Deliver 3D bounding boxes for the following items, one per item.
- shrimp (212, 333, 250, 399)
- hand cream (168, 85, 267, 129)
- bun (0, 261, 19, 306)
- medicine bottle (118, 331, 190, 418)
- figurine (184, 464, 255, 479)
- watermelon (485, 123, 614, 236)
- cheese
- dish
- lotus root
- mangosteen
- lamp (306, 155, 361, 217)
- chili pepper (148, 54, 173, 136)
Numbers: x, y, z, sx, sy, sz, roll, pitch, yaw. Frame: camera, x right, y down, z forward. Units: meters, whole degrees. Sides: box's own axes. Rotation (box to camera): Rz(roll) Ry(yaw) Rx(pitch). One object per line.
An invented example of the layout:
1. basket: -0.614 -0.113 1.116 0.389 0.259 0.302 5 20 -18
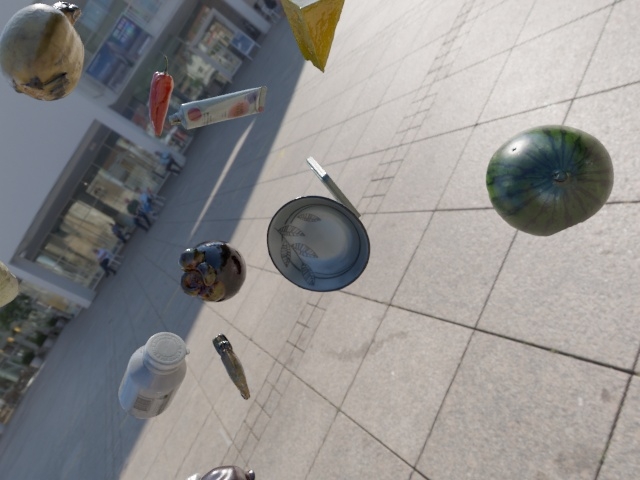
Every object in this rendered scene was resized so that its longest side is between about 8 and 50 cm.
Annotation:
1. shrimp: -0.322 0.464 1.561 0.058 0.253 0.173 -25 -11 -24
2. hand cream: -0.339 -0.439 1.440 0.078 0.340 0.124 63 157 19
3. bun: -0.764 0.069 0.898 0.244 0.244 0.153 -25 23 52
4. medicine bottle: -0.400 0.322 1.037 0.215 0.135 0.135 -57 19 32
5. figurine: -0.271 0.898 1.443 0.218 0.365 0.206 -41 34 5
6. watermelon: 0.642 -0.187 1.175 0.331 0.330 0.189 -58 -8 -3
7. cheese: -0.016 -0.481 0.979 0.126 0.171 0.093 -33 58 -21
8. dish: 0.000 0.000 1.307 0.316 0.316 0.106 -46 6 25
9. lotus root: -0.695 -0.500 1.093 0.182 0.182 0.310 -25 53 53
10. mangosteen: -0.325 0.096 1.296 0.210 0.210 0.210 -45 25 28
11. lamp: 0.054 -0.229 1.852 0.047 0.266 0.269 -39 33 4
12. chili pepper: -0.533 -0.473 1.425 0.063 0.071 0.272 35 119 32
